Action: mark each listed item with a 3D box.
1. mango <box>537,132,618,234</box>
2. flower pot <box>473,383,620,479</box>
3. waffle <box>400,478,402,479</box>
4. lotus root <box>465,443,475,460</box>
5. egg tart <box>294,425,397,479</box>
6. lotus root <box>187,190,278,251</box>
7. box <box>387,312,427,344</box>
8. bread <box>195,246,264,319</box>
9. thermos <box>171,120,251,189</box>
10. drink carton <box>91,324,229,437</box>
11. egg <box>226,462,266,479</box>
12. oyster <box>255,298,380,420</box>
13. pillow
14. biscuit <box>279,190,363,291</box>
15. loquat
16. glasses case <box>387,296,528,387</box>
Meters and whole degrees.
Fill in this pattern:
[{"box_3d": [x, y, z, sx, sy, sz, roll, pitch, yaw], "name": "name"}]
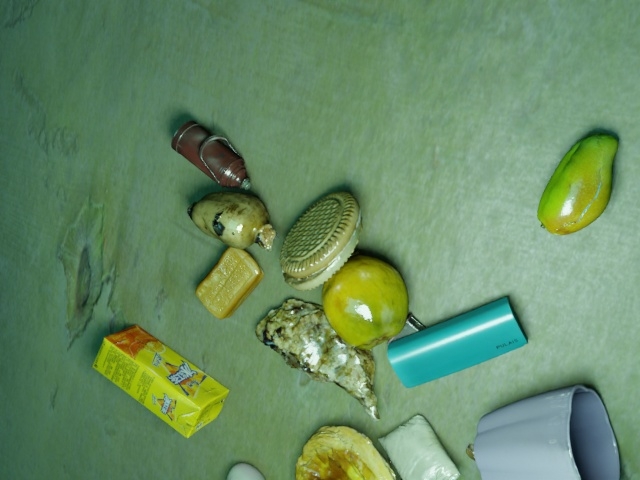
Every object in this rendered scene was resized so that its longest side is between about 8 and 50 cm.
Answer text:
[{"box_3d": [0.539, -0.114, 1.418, 0.125, 0.111, 0.233, 32, 98, 2], "name": "mango"}, {"box_3d": [0.475, 0.458, 1.470, 0.243, 0.265, 0.265, -22, 89, 36], "name": "flower pot"}, {"box_3d": [0.279, 0.684, 1.690, 0.234, 0.055, 0.221, 8, 101, 28], "name": "waffle"}, {"box_3d": [0.383, 0.514, 1.624, 0.083, 0.037, 0.030, 19, 109, 20], "name": "lotus root"}, {"box_3d": [0.086, 0.623, 1.697, 0.352, 0.150, 0.352, 0, 90, 44], "name": "egg tart"}, {"box_3d": [-0.225, -0.057, 1.740, 0.256, 0.154, 0.140, 16, 110, 25], "name": "lotus root"}, {"box_3d": [0.211, 0.228, 1.646, 0.063, 0.060, 0.085, 39, 111, 5], "name": "box"}, {"box_3d": [-0.236, 0.109, 1.814, 0.116, 0.077, 0.200, 45, 111, 13], "name": "bread"}, {"box_3d": [-0.270, -0.203, 1.774, 0.232, 0.099, 0.124, 39, 148, 12], "name": "thermos"}, {"box_3d": [-0.443, 0.384, 1.907, 0.351, 0.154, 0.111, 32, 110, 17], "name": "drink carton"}, {"box_3d": [-0.199, 0.671, 1.872, 0.103, 0.103, 0.135, -42, 80, 24], "name": "egg"}, {"box_3d": [0.013, 0.269, 1.716, 0.396, 0.111, 0.204, 27, 105, 22], "name": "oyster"}, {"box_3d": [0.236, 0.521, 1.650, 0.134, 0.078, 0.181, -42, 58, 12], "name": "pillow"}, {"box_3d": [0.000, 0.000, 1.616, 0.259, 0.259, 0.079, -36, 119, 24], "name": "biscuit"}, {"box_3d": [0.097, 0.123, 1.599, 0.213, 0.213, 0.246, -28, 65, 25], "name": "loquat"}, {"box_3d": [0.310, 0.242, 1.566, 0.301, 0.070, 0.117, -26, 104, 17], "name": "glasses case"}]
